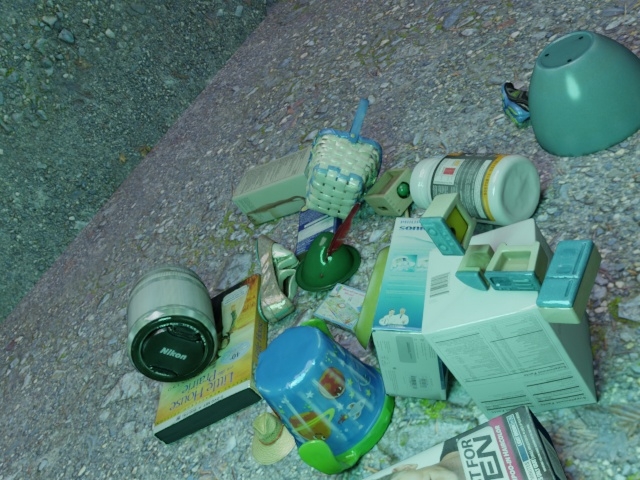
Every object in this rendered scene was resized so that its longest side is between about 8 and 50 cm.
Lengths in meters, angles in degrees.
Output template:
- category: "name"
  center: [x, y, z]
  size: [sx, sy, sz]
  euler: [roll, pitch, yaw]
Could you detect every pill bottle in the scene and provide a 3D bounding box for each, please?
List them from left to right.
- category: "pill bottle"
  center: [0.347, -0.122, 1.642]
  size: [0.278, 0.162, 0.162]
  euler: [12, 58, 53]

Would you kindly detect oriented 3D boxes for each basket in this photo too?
- category: "basket"
  center: [0.068, -0.220, 1.988]
  size: [0.254, 0.201, 0.288]
  euler: [107, 176, -59]

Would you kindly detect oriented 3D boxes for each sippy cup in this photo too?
- category: "sippy cup"
  center: [-0.007, 0.294, 1.426]
  size: [0.240, 0.224, 0.305]
  euler: [-47, 31, -12]

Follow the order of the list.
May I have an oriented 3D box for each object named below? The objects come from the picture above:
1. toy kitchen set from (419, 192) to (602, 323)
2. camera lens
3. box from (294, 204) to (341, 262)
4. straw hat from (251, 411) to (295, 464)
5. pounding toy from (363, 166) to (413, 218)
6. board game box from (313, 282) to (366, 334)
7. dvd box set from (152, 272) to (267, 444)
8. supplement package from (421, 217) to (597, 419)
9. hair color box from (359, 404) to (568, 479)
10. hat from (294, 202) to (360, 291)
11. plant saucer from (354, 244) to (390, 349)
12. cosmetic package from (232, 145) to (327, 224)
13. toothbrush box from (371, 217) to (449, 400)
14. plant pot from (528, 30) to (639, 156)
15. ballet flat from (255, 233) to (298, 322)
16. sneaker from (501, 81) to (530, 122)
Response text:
- category: "toy kitchen set"
  center: [0.263, 0.020, 1.029]
  size: [0.207, 0.166, 0.122]
  euler: [-3, 46, 44]
- category: "camera lens"
  center: [-0.382, 0.209, 1.824]
  size: [0.219, 0.219, 0.274]
  euler: [-36, 30, 6]
- category: "box"
  center: [-0.003, -0.045, 2.041]
  size: [0.136, 0.036, 0.225]
  euler: [-25, 35, 23]
- category: "straw hat"
  center: [-0.114, 0.408, 1.553]
  size: [0.145, 0.061, 0.144]
  euler: [-27, 33, 19]
- category: "pounding toy"
  center: [0.202, -0.110, 1.868]
  size: [0.130, 0.100, 0.141]
  euler: [-49, 21, -16]
- category: "board game box"
  center: [0.063, 0.163, 1.711]
  size: [0.103, 0.026, 0.154]
  euler: [-51, 32, -17]
- category: "dvd box set"
  center: [-0.277, 0.299, 1.870]
  size: [0.308, 0.062, 0.420]
  euler: [-29, 32, 19]
- category: "supplement package"
  center: [0.325, 0.142, 1.222]
  size: [0.198, 0.262, 0.199]
  euler: [-19, 37, 29]
- category: "hair color box"
  center: [0.215, 0.422, 1.137]
  size: [0.347, 0.105, 0.174]
  euler: [-31, 31, 16]
- category: "hat"
  center: [0.000, 0.000, 1.808]
  size: [0.208, 0.183, 0.173]
  euler: [-35, 39, -14]
- category: "plant saucer"
  center: [0.116, 0.116, 1.543]
  size: [0.037, 0.241, 0.241]
  euler: [17, 51, 6]
- category: "cosmetic package"
  center: [-0.112, -0.171, 2.234]
  size: [0.296, 0.129, 0.153]
  euler: [-15, 37, 36]
- category: "toothbrush box"
  center: [0.196, 0.129, 1.404]
  size: [0.126, 0.216, 0.295]
  euler: [1, 44, 16]
- category: "plant pot"
  center: [0.600, -0.363, 1.647]
  size: [0.290, 0.195, 0.290]
  euler: [-28, 33, 20]
- category: "ballet flat"
  center: [-0.110, 0.088, 1.934]
  size: [0.106, 0.107, 0.316]
  euler: [-25, 44, 16]
- category: "sneaker"
  center: [0.522, -0.363, 1.874]
  size: [0.078, 0.067, 0.188]
  euler: [-13, 33, 3]
